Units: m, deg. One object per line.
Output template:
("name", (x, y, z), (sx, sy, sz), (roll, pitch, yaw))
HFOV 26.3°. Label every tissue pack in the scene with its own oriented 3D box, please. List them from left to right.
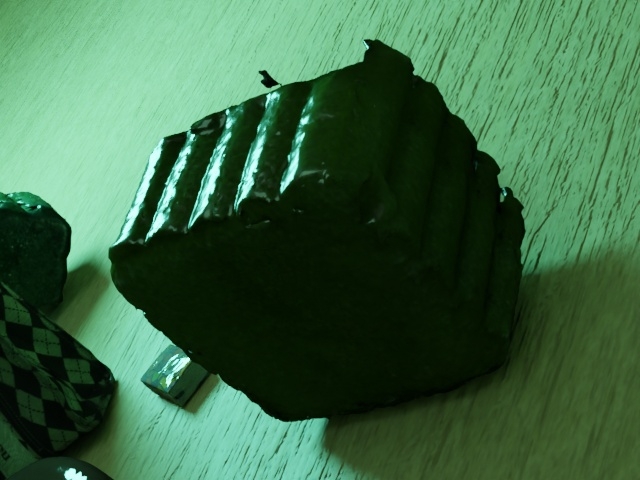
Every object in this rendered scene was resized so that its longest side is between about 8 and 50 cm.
("tissue pack", (-0.177, 0.163, 1.668), (0.063, 0.035, 0.083), (-53, 29, -17))

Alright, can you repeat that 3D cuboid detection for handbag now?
("handbag", (-0.521, 0.214, 1.756), (0.416, 0.317, 0.180), (-36, 22, 15))

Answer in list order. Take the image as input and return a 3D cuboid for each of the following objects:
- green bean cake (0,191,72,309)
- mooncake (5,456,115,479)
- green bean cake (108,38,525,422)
("green bean cake", (-0.545, 0.078, 2.063), (0.169, 0.300, 0.308), (28, 113, 61))
("mooncake", (-0.273, 0.374, 1.349), (0.333, 0.174, 0.326), (-30, 28, 29))
("green bean cake", (0.000, 0.000, 1.334), (0.319, 0.335, 0.218), (-18, 38, 34))
